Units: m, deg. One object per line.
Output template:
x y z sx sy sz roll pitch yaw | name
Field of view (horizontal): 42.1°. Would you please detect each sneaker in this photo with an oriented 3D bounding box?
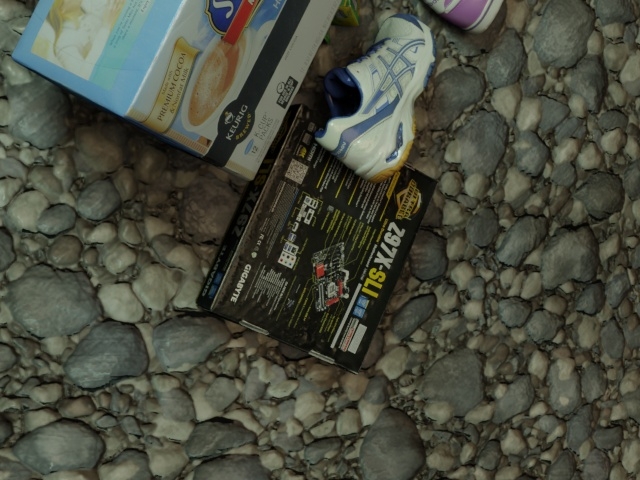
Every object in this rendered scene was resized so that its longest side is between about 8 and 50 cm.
0.236 -0.479 1.276 0.161 0.102 0.282 23 84 -22 | sneaker
0.076 -0.228 1.167 0.131 0.112 0.296 28 54 -23 | sneaker

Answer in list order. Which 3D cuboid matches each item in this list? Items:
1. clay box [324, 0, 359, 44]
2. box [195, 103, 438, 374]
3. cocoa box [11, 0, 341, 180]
0.029 -0.394 1.166 0.053 0.127 0.222 2 94 8 | clay box
0.000 0.000 1.213 0.257 0.079 0.322 26 83 -26 | box
-0.144 -0.289 0.971 0.228 0.231 0.347 25 93 -56 | cocoa box
